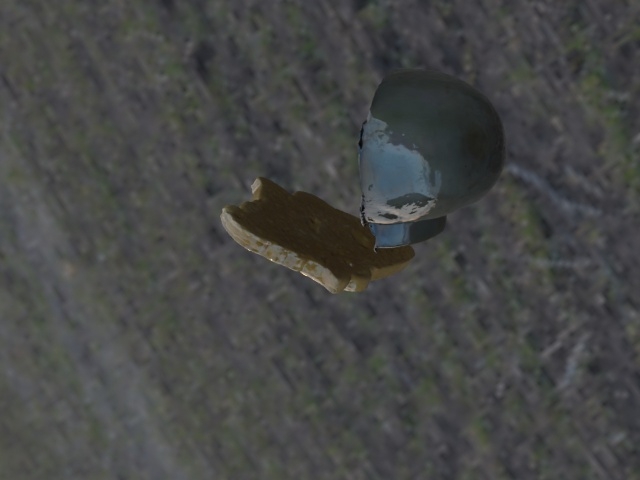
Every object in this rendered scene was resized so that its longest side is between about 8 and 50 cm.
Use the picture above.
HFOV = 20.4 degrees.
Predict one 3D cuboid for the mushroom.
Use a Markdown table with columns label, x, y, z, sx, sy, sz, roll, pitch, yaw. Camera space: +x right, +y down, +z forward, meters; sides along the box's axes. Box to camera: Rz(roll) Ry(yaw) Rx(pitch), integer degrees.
| label | x | y | z | sx | sy | sz | roll | pitch | yaw |
| --- | --- | --- | --- | --- | --- | --- | --- | --- | --- |
| mushroom | 0.094 | -0.072 | 1.461 | 0.117 | 0.188 | 0.141 | -5 | 105 | 20 |

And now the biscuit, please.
| label | x | y | z | sx | sy | sz | roll | pitch | yaw |
| --- | --- | --- | --- | --- | --- | --- | --- | --- | --- |
| biscuit | 0.000 | 0.000 | 1.825 | 0.035 | 0.250 | 0.162 | -54 | 45 | 30 |
